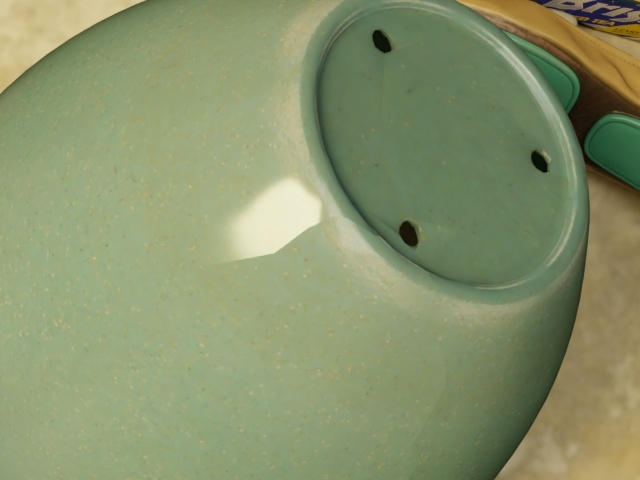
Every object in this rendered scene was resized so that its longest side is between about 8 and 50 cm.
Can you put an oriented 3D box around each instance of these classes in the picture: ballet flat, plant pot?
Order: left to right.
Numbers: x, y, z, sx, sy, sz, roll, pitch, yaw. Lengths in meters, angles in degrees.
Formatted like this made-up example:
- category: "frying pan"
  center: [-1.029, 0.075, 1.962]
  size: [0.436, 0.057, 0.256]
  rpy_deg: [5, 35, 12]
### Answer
- category: "plant pot"
  center: [0.000, 0.000, 0.581]
  size: [0.290, 0.195, 0.290]
  rpy_deg: [15, 61, -28]
- category: "ballet flat"
  center: [0.144, -0.082, 0.750]
  size: [0.232, 0.080, 0.073]
  rpy_deg: [28, 49, -8]

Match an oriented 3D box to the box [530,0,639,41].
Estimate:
- category: "box"
  center: [0.191, -0.144, 0.764]
  size: [0.169, 0.059, 0.054]
  rpy_deg: [13, 79, -9]
